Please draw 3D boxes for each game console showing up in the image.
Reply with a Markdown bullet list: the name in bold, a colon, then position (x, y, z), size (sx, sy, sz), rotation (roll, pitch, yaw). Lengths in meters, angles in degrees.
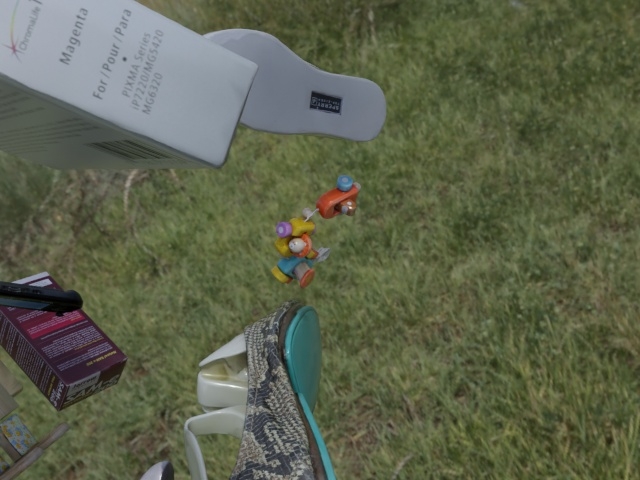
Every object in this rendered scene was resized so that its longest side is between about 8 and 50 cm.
- **game console**: position (-0.497, 0.063, 1.022), size (0.213, 0.361, 0.044), rotation (-4, 77, 58)

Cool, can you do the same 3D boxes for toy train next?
- **toy train**: position (0.000, 0.000, 0.967), size (0.125, 0.166, 0.046), rotation (-25, 60, -30)

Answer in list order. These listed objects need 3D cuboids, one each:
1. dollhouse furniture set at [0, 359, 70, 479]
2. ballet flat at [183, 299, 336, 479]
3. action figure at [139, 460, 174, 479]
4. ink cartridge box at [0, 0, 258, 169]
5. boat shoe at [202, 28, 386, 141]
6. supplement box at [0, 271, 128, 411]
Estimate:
- **dollhouse furniture set**: position (-0.363, 0.149, 0.785), size (0.161, 0.212, 0.242), rotation (-38, 4, 6)
- **ballet flat**: position (-0.078, 0.210, 0.956), size (0.182, 0.164, 0.483), rotation (-10, 21, 0)
- **action figure**: position (-0.028, 0.260, 0.358), size (0.341, 0.330, 0.178), rotation (-1, 22, 39)
- **ink cartridge box**: position (-0.202, -0.101, 0.403), size (0.275, 0.239, 0.060), rotation (8, 78, 56)
- **boat shoe**: position (-0.043, -0.162, 0.831), size (0.267, 0.096, 0.088), rotation (0, 10, -45)
- **supplement box**: position (-0.463, 0.169, 1.337), size (0.239, 0.073, 0.130), rotation (41, 34, 20)
